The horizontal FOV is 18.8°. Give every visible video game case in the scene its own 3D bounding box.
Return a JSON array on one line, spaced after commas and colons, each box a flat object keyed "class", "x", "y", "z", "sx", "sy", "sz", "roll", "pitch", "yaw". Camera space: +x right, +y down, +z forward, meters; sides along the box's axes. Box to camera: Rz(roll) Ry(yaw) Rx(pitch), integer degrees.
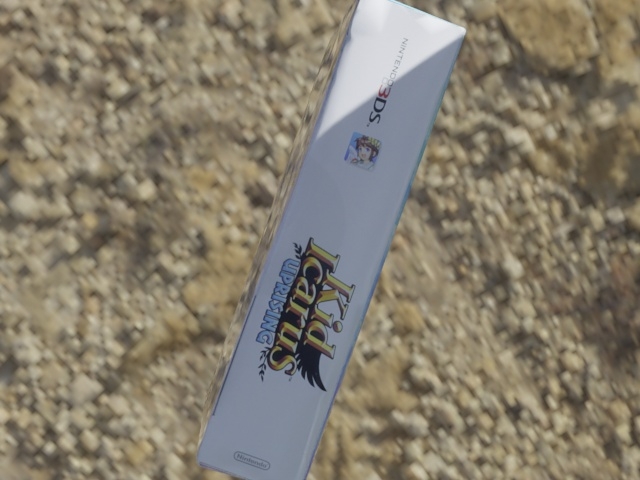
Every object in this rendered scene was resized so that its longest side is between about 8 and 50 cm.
[{"class": "video game case", "x": 0.000, "y": 0.000, "z": 1.063, "sx": 0.061, "sy": 0.269, "sz": 0.244, "roll": 18, "pitch": 90, "yaw": -3}]
